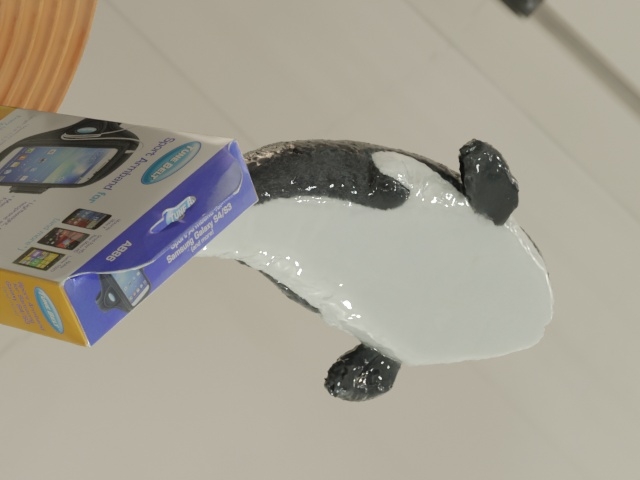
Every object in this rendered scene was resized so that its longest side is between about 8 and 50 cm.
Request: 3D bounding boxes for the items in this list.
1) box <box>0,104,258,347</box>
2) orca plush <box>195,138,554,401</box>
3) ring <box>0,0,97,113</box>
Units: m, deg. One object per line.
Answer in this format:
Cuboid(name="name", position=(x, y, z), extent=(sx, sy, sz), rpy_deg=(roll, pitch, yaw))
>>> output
Cuboid(name="box", position=(-0.085, -0.007, 0.527), extent=(0.081, 0.136, 0.028), rpy_deg=(-43, 130, -34))
Cuboid(name="orca plush", position=(0.000, 0.000, 0.865), extent=(0.287, 0.102, 0.151), rpy_deg=(-2, 117, -37))
Cuboid(name="ring", position=(-0.235, -0.085, 0.628), extent=(0.336, 0.032, 0.337), rpy_deg=(-27, 140, -25))
